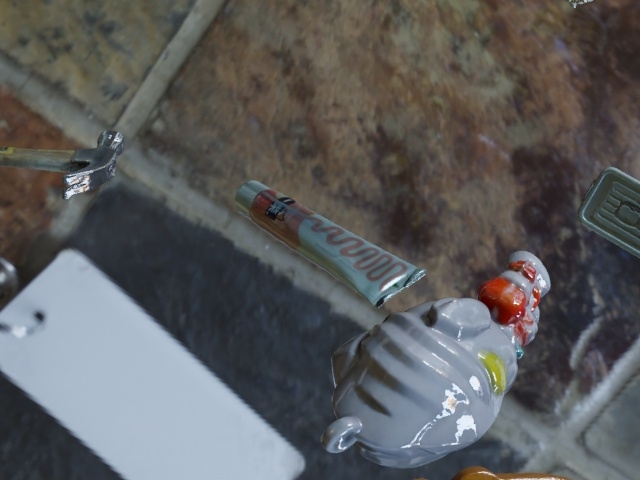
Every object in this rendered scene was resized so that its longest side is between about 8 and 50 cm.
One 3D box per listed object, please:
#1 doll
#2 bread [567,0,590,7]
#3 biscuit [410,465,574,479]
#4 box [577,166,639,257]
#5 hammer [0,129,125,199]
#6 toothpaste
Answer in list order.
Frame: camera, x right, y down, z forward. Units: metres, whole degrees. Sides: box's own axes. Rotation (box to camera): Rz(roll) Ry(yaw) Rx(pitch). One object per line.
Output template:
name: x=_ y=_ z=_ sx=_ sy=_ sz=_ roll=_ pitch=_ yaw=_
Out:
doll: x=0.063 y=0.057 z=0.547 sx=0.079 sy=0.180 sz=0.094 roll=34 pitch=129 yaw=24
bread: x=0.302 y=-0.284 z=1.191 sx=0.070 sy=0.083 sz=0.035 roll=-26 pitch=83 yaw=-15
biscuit: x=0.165 y=0.315 z=1.166 sx=0.280 sy=0.043 sz=0.183 roll=-22 pitch=98 yaw=-19
box: x=0.395 y=-0.036 z=1.413 sx=0.122 sy=0.069 sz=0.084 roll=33 pitch=109 yaw=17
hammer: x=-0.216 y=-0.051 z=0.686 sx=0.182 sy=0.062 sz=0.017 roll=3 pitch=123 yaw=-1
toothpaste: x=0.000 y=0.000 z=0.976 sx=0.056 sy=0.205 sz=0.036 roll=-36 pitch=135 yaw=-25
